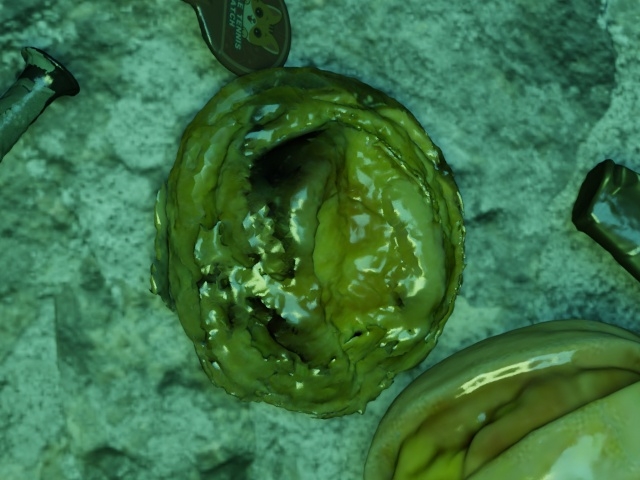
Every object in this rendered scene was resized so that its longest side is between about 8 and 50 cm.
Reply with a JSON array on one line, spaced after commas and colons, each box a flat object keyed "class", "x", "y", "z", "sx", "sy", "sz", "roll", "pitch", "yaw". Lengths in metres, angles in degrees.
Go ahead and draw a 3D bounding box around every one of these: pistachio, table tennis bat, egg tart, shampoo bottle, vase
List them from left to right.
[{"class": "vase", "x": -0.265, "y": -0.079, "z": 1.522, "sx": 0.059, "sy": 0.059, "sz": 0.167, "roll": 41, "pitch": 71, "yaw": -5}, {"class": "table tennis bat", "x": -0.120, "y": -0.184, "z": 1.609, "sx": 0.170, "sy": 0.119, "sz": 0.107, "roll": 22, "pitch": 62, "yaw": -45}, {"class": "egg tart", "x": 0.000, "y": 0.000, "z": 1.554, "sx": 0.297, "sy": 0.132, "sz": 0.297, "roll": 2, "pitch": 84, "yaw": -19}, {"class": "pistachio", "x": 0.198, "y": 0.178, "z": 1.533, "sx": 0.309, "sy": 0.230, "sz": 0.230, "roll": -16, "pitch": 84, "yaw": -14}, {"class": "shampoo bottle", "x": 0.376, "y": 0.048, "z": 1.673, "sx": 0.350, "sy": 0.084, "sz": 0.125, "roll": 34, "pitch": 74, "yaw": -7}]
